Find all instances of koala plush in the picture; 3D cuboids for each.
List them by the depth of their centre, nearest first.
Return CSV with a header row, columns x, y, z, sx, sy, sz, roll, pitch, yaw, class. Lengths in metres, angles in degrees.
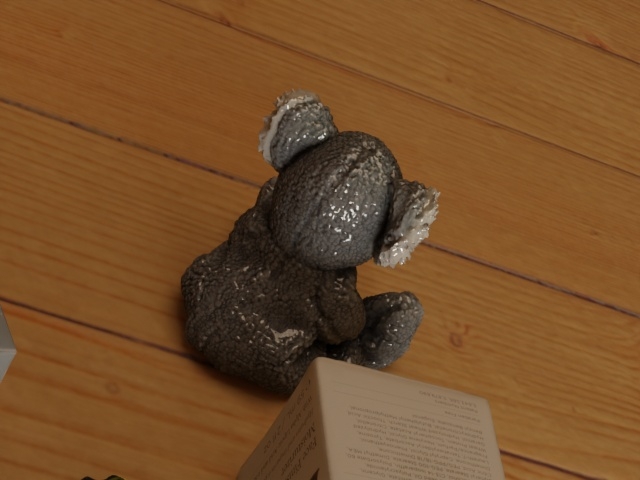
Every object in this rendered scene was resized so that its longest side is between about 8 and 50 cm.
x,y,z,sx,sy,sz,roll,pitch,yaw,class
0.000,0.000,1.361,0.196,0.221,0.203,45,39,16,koala plush

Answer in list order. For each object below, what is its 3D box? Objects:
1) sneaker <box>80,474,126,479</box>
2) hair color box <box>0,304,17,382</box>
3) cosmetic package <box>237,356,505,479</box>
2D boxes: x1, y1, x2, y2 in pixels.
x,y,z,sx,sy,sz,roll,pitch,yaw,class
-0.141,0.187,1.204,0.083,0.031,0.035,6,43,-30,sneaker
-0.341,-0.005,1.153,0.114,0.185,0.374,2,46,-35,hair color box
0.039,0.213,1.204,0.151,0.151,0.183,16,38,-20,cosmetic package
